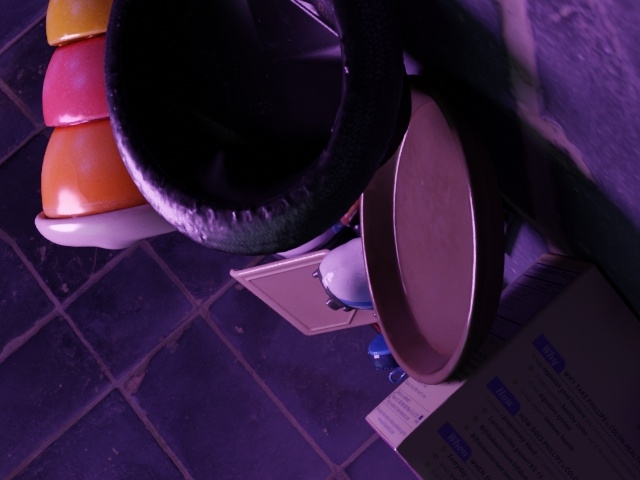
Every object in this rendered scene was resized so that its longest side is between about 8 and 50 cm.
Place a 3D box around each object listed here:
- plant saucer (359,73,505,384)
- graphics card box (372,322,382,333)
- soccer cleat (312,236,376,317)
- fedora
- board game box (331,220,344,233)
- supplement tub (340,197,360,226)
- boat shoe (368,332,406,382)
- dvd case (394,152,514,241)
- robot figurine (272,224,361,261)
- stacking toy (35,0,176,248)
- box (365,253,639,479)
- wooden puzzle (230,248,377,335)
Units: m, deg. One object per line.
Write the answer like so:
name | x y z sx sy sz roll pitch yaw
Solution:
plant saucer | 0.097 -0.010 0.947 0.278 0.041 0.278 175 90 -74
graphics card box | 0.037 0.028 2.213 0.371 0.094 0.233 45 174 27
soccer cleat | 0.123 0.056 1.637 0.331 0.143 0.116 10 -131 -60
fedora | -0.036 -0.145 0.912 0.152 0.334 0.334 3 -144 -52
board game box | -0.024 -0.107 1.580 0.165 0.042 0.243 47 175 13
supplement tub | 0.007 -0.119 1.288 0.198 0.106 0.106 48 175 10
boat shoe | 0.168 0.180 1.721 0.109 0.258 0.089 -3 98 36
dvd case | 0.103 -0.059 1.122 0.221 0.018 0.164 34 172 12
robot figurine | 0.002 -0.002 1.866 0.278 0.209 0.174 53 -170 -44
stacking toy | -0.248 -0.252 1.353 0.350 0.350 0.480 -149 44 -74
box | 0.207 0.173 0.979 0.213 0.243 0.117 49 175 -10
wooden puzzle | -0.004 0.087 1.807 0.238 0.044 0.221 -10 142 37
